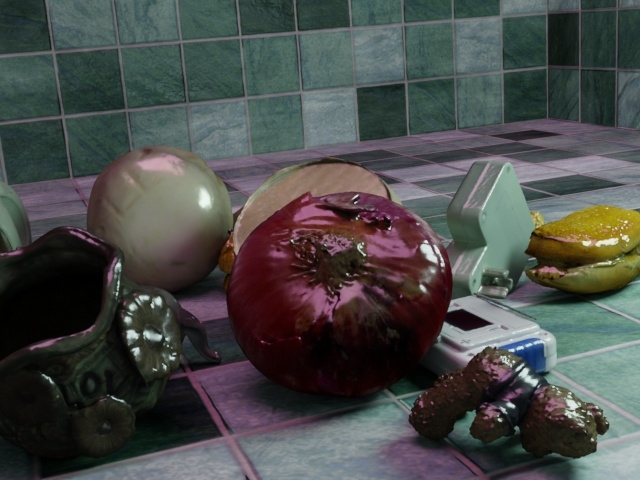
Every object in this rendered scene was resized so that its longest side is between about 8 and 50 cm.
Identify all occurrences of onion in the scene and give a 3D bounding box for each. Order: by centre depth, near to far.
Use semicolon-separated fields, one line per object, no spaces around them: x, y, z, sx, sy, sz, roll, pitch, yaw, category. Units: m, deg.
0.032;0.097;1.339;0.347;0.285;0.348;-2;57;2;onion

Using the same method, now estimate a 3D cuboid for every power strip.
0.327;0.010;1.637;0.141;0.229;0.261;8;53;38;power strip

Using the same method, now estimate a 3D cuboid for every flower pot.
-0.349;0.145;1.183;0.301;0.213;0.302;-11;41;9;flower pot

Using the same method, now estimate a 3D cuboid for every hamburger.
0.525;0.030;1.646;0.283;0.144;0.156;-18;26;-31;hamburger

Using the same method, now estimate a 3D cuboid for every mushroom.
-0.367;-0.028;1.856;0.356;0.315;0.315;-37;-2;27;mushroom

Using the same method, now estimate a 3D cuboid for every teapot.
-0.319;0.155;1.433;0.294;0.129;0.193;-6;14;3;teapot

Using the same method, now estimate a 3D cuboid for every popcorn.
-0.144;0.039;1.808;0.167;0.152;0.148;-49;1;-25;popcorn
0.492;-0.017;1.991;0.084;0.084;0.084;-4;14;1;popcorn

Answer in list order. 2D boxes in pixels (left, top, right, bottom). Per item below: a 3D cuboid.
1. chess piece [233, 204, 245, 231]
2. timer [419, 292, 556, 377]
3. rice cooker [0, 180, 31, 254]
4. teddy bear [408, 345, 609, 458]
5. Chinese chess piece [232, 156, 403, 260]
-0.156;-0.057;2.275;0.137;0.137;0.301;-14;6;-33;chess piece
0.235;0.152;1.371;0.178;0.078;0.253;-11;16;-23;timer
-0.775;0.003;1.841;0.277;0.288;0.288;-3;14;11;rice cooker
0.227;0.200;1.080;0.251;0.129;0.182;6;20;38;teddy bear
0.000;0.000;1.627;0.338;0.140;0.338;-11;48;12;Chinese chess piece
